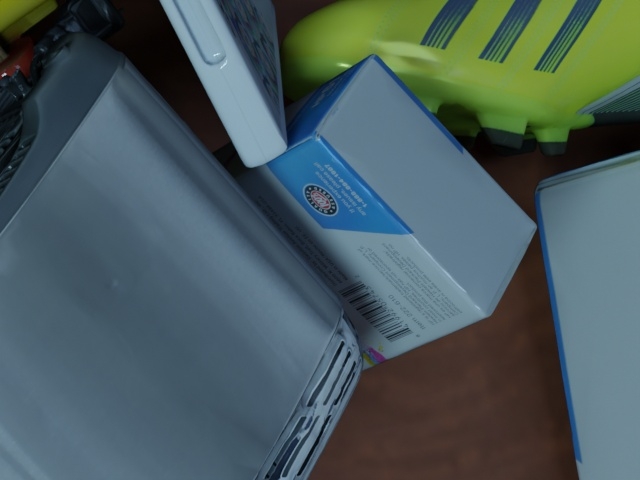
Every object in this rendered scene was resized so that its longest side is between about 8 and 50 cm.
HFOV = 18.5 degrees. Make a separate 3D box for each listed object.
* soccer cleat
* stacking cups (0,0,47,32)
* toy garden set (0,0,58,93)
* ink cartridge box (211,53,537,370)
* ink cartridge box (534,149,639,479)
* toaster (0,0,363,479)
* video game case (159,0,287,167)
[{"bbox_3d":[0.102,-0.095,0.812,0.289,0.093,0.121,-4,93,-34],"label":"soccer cleat"},{"bbox_3d":[-0.196,-0.030,0.533,0.316,0.096,0.096,-39,99,-25],"label":"stacking cups"},{"bbox_3d":[-0.135,-0.182,0.705,0.204,0.049,0.244,54,42,-24],"label":"toy garden set"},{"bbox_3d":[0.000,0.000,0.699,0.088,0.122,0.052,46,48,-15],"label":"ink cartridge box"},{"bbox_3d":[0.259,0.066,0.858,0.307,0.129,0.223,-3,80,-38],"label":"ink cartridge box"},{"bbox_3d":[-0.087,0.044,0.614,0.146,0.129,0.227,46,53,-20],"label":"toaster"},{"bbox_3d":[-0.050,-0.114,0.671,0.157,0.019,0.143,-98,162,-66],"label":"video game case"}]
